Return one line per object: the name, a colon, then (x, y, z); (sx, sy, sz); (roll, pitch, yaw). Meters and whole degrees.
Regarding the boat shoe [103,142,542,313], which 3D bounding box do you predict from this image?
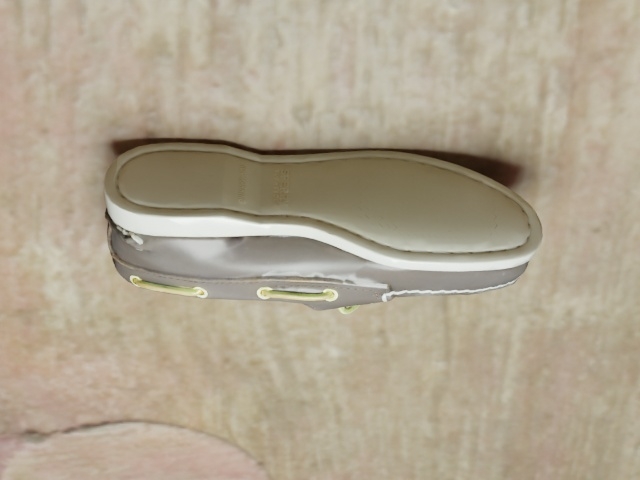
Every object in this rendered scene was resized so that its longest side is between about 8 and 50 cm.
boat shoe: (0.000, 0.000, 1.328); (0.324, 0.116, 0.096); (5, 132, 1)
